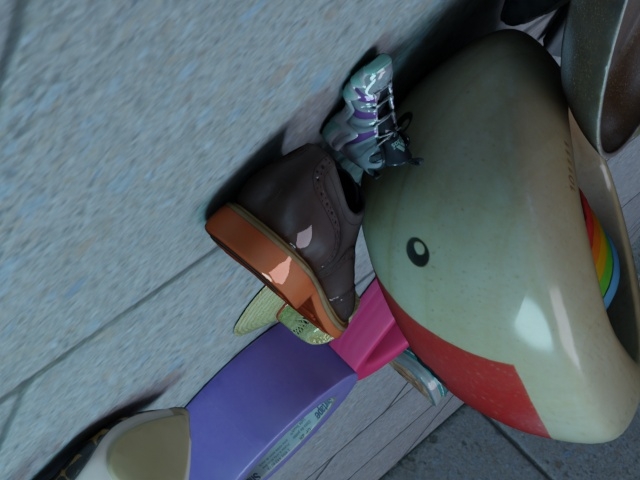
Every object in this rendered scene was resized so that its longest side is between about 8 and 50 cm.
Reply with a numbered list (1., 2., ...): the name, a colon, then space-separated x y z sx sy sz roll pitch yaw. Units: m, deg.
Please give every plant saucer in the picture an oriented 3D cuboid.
1. plant saucer: 0.236 -0.209 1.283 0.310 0.050 0.310 -57 160 -34

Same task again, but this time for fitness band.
1. fitness band: 0.110 0.040 1.970 0.209 0.054 0.291 -30 161 -45

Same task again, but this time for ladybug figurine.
1. ladybug figurine: 0.146 0.012 1.426 0.162 0.305 0.449 -12 157 15

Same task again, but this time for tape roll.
1. tape roll: -0.058 0.163 1.708 0.189 0.080 0.189 -42 169 -10

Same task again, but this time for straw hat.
1. straw hat: -0.003 0.054 1.559 0.144 0.061 0.144 -43 168 -11

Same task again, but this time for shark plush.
1. shark plush: 0.176 -0.203 1.305 0.067 0.073 0.161 -10 164 -14

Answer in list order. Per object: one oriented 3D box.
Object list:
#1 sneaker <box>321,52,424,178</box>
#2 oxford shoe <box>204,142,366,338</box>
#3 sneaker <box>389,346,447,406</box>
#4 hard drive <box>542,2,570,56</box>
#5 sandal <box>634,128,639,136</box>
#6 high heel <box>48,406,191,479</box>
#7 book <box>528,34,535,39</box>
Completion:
1. sneaker: 0.044 -0.077 1.227 0.038 0.069 0.098 -39 168 -30
2. oxford shoe: 0.000 0.000 1.293 0.098 0.097 0.271 -51 169 -2
3. sneaker: 0.145 0.126 2.283 0.121 0.108 0.302 -46 177 2
4. hard drive: 0.258 -0.197 1.554 0.135 0.094 0.022 121 -27 -52
5. sandal: 0.243 -0.121 1.860 0.240 0.088 0.079 -30 -166 -31
6. high heel: -0.213 0.223 1.446 0.186 0.093 0.261 -25 -164 34
7. book: 0.130 -0.102 1.559 0.144 0.035 0.096 -43 166 -15
